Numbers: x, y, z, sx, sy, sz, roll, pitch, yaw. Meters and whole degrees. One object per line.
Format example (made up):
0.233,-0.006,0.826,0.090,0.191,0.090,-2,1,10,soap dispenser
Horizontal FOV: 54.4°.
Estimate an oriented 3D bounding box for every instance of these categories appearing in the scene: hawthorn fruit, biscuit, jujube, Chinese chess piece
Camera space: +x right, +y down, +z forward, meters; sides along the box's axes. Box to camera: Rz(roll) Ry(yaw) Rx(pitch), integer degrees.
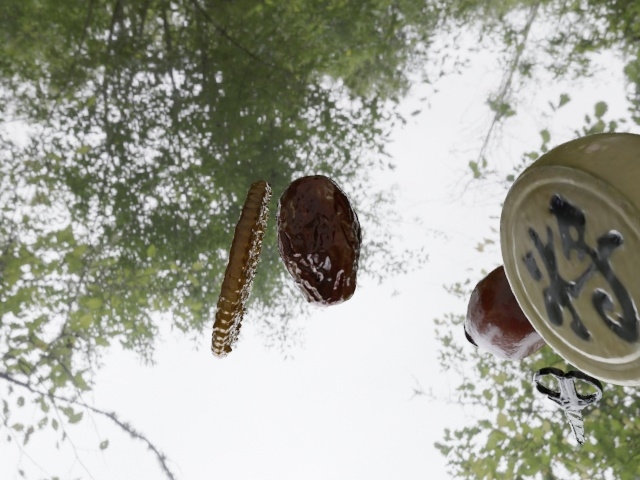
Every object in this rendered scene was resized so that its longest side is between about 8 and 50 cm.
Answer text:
0.430,0.144,1.380,0.215,0.249,0.215,-3,-131,3,hawthorn fruit
-0.105,0.040,0.857,0.035,0.254,0.254,14,-136,-3,biscuit
0.000,0.000,1.381,0.197,0.290,0.197,-12,-168,2,jujube
0.296,0.018,0.630,0.104,0.257,0.257,-21,-130,-18,Chinese chess piece

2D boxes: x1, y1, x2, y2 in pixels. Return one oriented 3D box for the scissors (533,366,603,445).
0.449,0.305,1.109,0.109,0.300,0.022,2,-128,29,scissors
